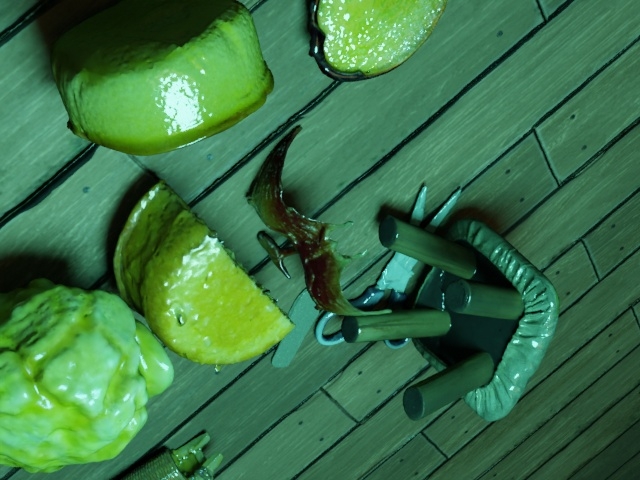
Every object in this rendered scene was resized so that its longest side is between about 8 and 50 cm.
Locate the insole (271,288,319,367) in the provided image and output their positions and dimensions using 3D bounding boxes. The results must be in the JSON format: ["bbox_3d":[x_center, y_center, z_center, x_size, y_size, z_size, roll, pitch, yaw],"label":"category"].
[{"bbox_3d":[-0.045,0.168,1.500,0.063,0.010,0.192,8,118,-34],"label":"insole"}]

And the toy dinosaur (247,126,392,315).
[{"bbox_3d":[0.009,0.003,1.284,0.113,0.327,0.206,-45,178,-40],"label":"toy dinosaur"}]

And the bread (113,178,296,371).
[{"bbox_3d":[-0.195,0.083,1.216,0.179,0.194,0.340,-43,138,-8],"label":"bread"}]

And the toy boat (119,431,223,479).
[{"bbox_3d":[-0.331,0.480,1.501,0.310,0.089,0.115,-29,142,-10],"label":"toy boat"}]

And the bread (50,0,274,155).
[{"bbox_3d":[-0.197,-0.207,0.965,0.269,0.270,0.148,-25,127,-14],"label":"bread"}]

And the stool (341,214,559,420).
[{"bbox_3d":[0.222,0.139,1.405,0.226,0.310,0.310,2,118,-32],"label":"stool"}]

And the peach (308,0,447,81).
[{"bbox_3d":[0.089,-0.361,1.155,0.279,0.068,0.189,-38,126,1],"label":"peach"}]

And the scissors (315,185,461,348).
[{"bbox_3d":[0.159,0.057,1.531,0.256,0.029,0.384,11,115,-37],"label":"scissors"}]

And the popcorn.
[{"bbox_3d":[-0.398,0.211,1.115,0.293,0.334,0.292,-31,102,-46],"label":"popcorn"}]
